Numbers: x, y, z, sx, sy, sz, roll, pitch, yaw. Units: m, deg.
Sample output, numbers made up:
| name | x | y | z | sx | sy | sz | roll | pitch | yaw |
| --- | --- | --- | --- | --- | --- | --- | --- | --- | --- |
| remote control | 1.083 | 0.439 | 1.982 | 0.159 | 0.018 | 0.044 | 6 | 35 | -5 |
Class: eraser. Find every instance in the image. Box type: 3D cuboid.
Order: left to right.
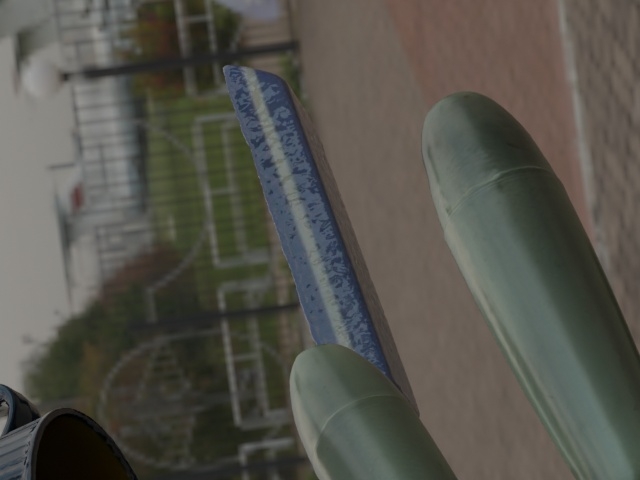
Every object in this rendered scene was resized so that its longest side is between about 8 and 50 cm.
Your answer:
| name | x | y | z | sx | sy | sz | roll | pitch | yaw |
| --- | --- | --- | --- | --- | --- | --- | --- | --- | --- |
| eraser | 0.000 | 0.000 | 0.923 | 0.082 | 0.036 | 0.225 | 57 | -167 | -66 |

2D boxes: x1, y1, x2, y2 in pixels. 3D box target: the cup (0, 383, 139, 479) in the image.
| name | x | y | z | sx | sy | sz | roll | pitch | yaw |
| --- | --- | --- | --- | --- | --- | --- | --- | --- | --- |
| cup | -0.144 | 0.138 | 0.660 | 0.113 | 0.138 | 0.150 | 61 | -167 | -25 |

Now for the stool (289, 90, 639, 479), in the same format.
| name | x | y | z | sx | sy | sz | roll | pitch | yaw |
| --- | --- | --- | --- | --- | --- | --- | --- | --- | --- |
| stool | 0.109 | 0.078 | 0.607 | 0.195 | 0.195 | 0.198 | -64 | 33 | 36 |
